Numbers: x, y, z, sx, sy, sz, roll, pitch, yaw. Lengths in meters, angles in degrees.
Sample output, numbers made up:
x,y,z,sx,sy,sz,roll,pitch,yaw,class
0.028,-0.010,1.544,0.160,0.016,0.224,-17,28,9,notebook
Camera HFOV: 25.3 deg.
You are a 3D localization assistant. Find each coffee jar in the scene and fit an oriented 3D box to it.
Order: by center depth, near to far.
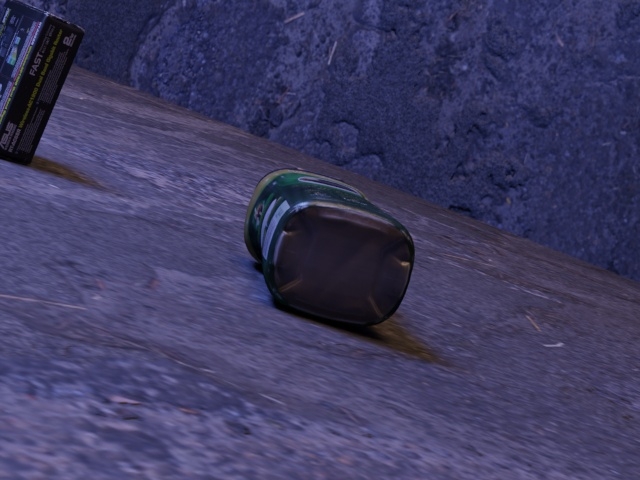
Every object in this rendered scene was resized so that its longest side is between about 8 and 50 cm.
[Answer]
x,y,z,sx,sy,sz,roll,pitch,yaw,class
0.000,0.000,0.990,0.096,0.079,0.184,15,8,-11,coffee jar

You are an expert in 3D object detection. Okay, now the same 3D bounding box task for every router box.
x,y,z,sx,sy,sz,roll,pitch,yaw,class
-0.249,-0.133,1.177,0.038,0.122,0.092,20,5,-36,router box
